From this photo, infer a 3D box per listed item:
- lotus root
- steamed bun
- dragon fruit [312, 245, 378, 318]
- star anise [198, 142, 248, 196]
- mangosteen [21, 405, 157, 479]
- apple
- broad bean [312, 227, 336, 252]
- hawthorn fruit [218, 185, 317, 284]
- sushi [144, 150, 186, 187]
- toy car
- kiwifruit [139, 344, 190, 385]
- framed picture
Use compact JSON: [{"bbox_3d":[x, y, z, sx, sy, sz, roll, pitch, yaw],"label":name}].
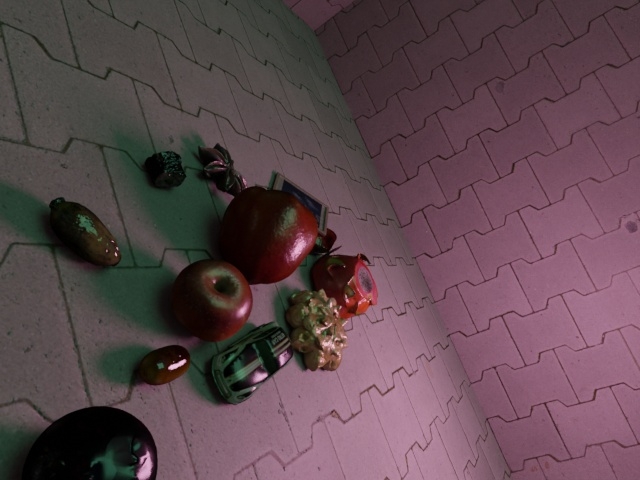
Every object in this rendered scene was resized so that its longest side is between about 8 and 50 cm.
[{"bbox_3d":[-0.486,-0.011,0.921,0.080,0.089,0.179,-46,113,-26],"label":"lotus root"},{"bbox_3d":[0.009,0.299,1.514,0.295,0.137,0.292,3,66,-65],"label":"steamed bun"},{"bbox_3d":[0.107,0.169,1.766,0.290,0.189,0.290,45,29,-33],"label":"dragon fruit"},{"bbox_3d":[-0.325,-0.227,1.471,0.212,0.073,0.197,61,21,4],"label":"star anise"},{"bbox_3d":[-0.349,0.364,0.714,0.230,0.194,0.194,81,-9,-69],"label":"mangosteen"},{"bbox_3d":[-0.268,0.149,1.092,0.201,0.162,0.201,23,43,-24],"label":"apple"},{"bbox_3d":[0.000,0.000,1.860,0.114,0.084,0.165,45,30,5],"label":"broad bean"},{"bbox_3d":[-0.158,-0.017,1.332,0.295,0.295,0.311,46,26,-32],"label":"hawthorn fruit"},{"bbox_3d":[-0.427,-0.191,1.232,0.094,0.098,0.084,-12,71,-46],"label":"sushi"},{"bbox_3d":[-0.159,0.309,1.184,0.136,0.125,0.306,64,23,3],"label":"toy car"},{"bbox_3d":[-0.331,0.265,0.953,0.075,0.075,0.124,65,20,6],"label":"kiwifruit"},{"bbox_3d":[-0.083,-0.150,1.844,0.281,0.019,0.209,32,35,-21],"label":"framed picture"}]
